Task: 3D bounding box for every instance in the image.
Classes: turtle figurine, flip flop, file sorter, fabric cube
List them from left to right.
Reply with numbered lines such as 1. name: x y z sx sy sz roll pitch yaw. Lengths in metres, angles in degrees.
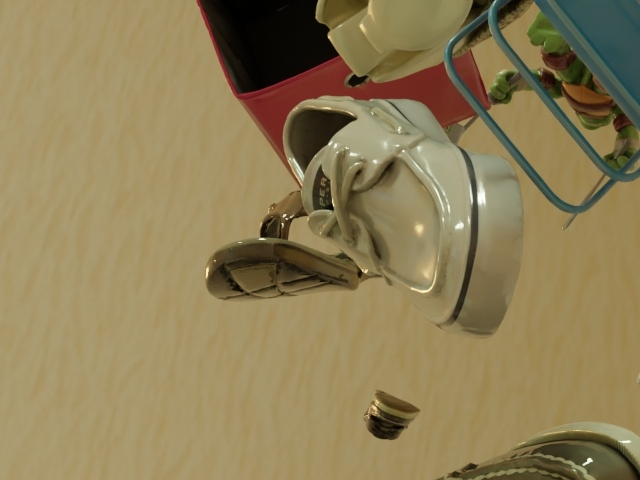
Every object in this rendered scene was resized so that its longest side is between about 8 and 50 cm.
1. flip flop: 0.000 0.000 1.158 0.112 0.080 0.277 -7 0 30
2. fabric cube: 0.016 -0.252 1.693 0.254 0.259 0.258 -24 -25 6
3. turtle figurine: 0.315 -0.163 1.922 0.274 0.198 0.266 -26 -25 -2
4. file sorter: 0.156 -0.104 0.701 0.118 0.104 0.170 51 -37 -1

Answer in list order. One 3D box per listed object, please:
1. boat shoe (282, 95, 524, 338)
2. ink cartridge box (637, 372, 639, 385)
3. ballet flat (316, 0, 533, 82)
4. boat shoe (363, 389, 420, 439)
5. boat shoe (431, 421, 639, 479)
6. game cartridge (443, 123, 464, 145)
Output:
1. boat shoe: 0.035 -0.026 0.811 0.088 0.096 0.267 7 22 -14
2. ink cartridge box: 0.430 0.185 1.230 0.296 0.066 0.261 12 27 -50
3. ballet flat: 0.085 -0.199 1.050 0.164 0.182 0.483 40 -10 -7
4. boat shoe: 0.076 0.197 1.655 0.056 0.049 0.152 21 -3 3
5. boat shoe: 0.062 0.176 0.767 0.091 0.109 0.305 -4 -23 -31
6. game cartridge: 0.145 -0.139 1.944 0.083 0.056 0.017 25 1 -29
